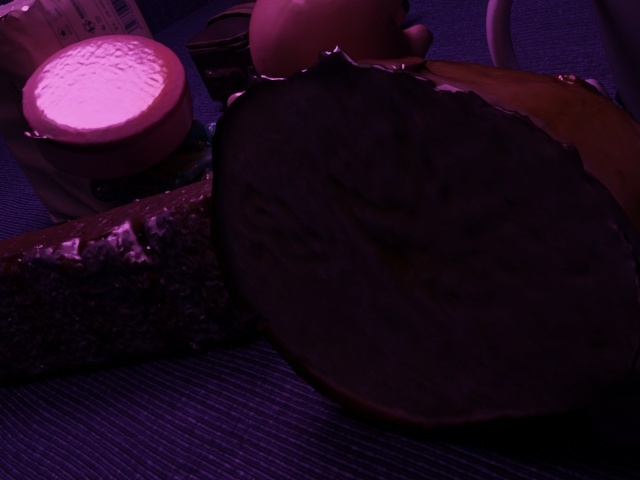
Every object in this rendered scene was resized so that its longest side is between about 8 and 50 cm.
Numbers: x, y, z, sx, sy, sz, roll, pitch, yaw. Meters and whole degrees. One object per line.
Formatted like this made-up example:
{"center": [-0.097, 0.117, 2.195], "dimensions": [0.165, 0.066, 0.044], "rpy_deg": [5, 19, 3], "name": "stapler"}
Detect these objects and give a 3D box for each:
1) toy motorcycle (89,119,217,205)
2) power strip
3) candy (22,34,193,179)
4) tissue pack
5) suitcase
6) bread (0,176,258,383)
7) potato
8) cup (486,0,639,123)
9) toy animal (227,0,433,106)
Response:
{"center": [-0.225, -0.115, 1.248], "dimensions": [0.297, 0.109, 0.198], "rpy_deg": [8, 56, 30], "name": "toy motorcycle"}
{"center": [0.237, 0.065, 0.603], "dimensions": [0.080, 0.029, 0.227], "rpy_deg": [-14, 27, 23], "name": "power strip"}
{"center": [-0.317, -0.198, 1.197], "dimensions": [0.255, 0.094, 0.255], "rpy_deg": [-1, 53, 2], "name": "candy"}
{"center": [-0.416, -0.257, 1.425], "dimensions": [0.207, 0.380, 0.297], "rpy_deg": [-6, 29, 35], "name": "tissue pack"}
{"center": [-0.055, -0.439, 1.683], "dimensions": [0.434, 0.194, 0.283], "rpy_deg": [-38, 28, -24], "name": "suitcase"}
{"center": [-0.254, 0.055, 0.918], "dimensions": [0.417, 0.165, 0.113], "rpy_deg": [-14, 21, 24], "name": "bread"}
{"center": [0.108, -0.052, 0.629], "dimensions": [0.296, 0.290, 0.397], "rpy_deg": [-41, 1, -36], "name": "potato"}
{"center": [0.343, -0.208, 0.760], "dimensions": [0.357, 0.274, 0.259], "rpy_deg": [-19, 25, 16], "name": "cup"}
{"center": [0.015, -0.182, 0.983], "dimensions": [0.269, 0.326, 0.237], "rpy_deg": [-38, 55, 9], "name": "toy animal"}
